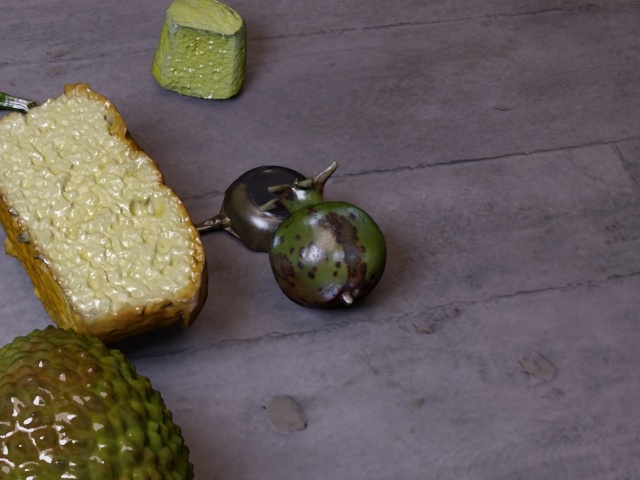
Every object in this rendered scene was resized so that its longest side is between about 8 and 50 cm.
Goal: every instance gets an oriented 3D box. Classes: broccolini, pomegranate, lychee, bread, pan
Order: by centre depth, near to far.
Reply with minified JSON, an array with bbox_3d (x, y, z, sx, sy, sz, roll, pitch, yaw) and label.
[{"bbox_3d":[-0.266,0.211,1.212,0.270,0.270,0.320,-28,82,-28],"label":"lychee"},{"bbox_3d":[-0.259,0.001,1.470,0.194,0.179,0.340,-24,62,-24],"label":"bread"},{"bbox_3d":[0.001,0.000,1.526,0.149,0.148,0.169,-23,86,-25],"label":"pomegranate"},{"bbox_3d":[-0.083,-0.028,1.604,0.128,0.048,0.202,42,57,21],"label":"pan"},{"bbox_3d":[-0.468,-0.186,1.656,0.201,0.074,0.058,9,34,-6],"label":"broccolini"},{"bbox_3d":[-0.161,-0.263,1.739,0.129,0.114,0.111,7,44,-8],"label":"bread"}]
